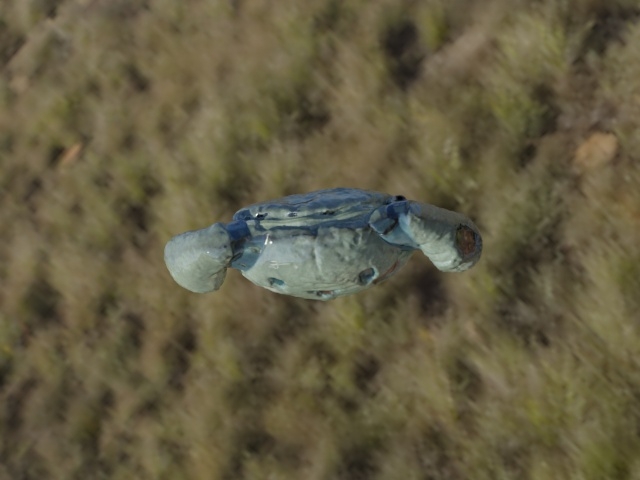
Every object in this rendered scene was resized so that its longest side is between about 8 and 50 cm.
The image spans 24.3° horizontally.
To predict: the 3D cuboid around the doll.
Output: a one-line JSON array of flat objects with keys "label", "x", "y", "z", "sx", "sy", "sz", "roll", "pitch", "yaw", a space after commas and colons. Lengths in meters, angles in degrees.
[{"label": "doll", "x": 0.000, "y": 0.000, "z": 0.979, "sx": 0.214, "sy": 0.103, "sz": 0.072, "roll": -3, "pitch": 72, "yaw": 4}]
